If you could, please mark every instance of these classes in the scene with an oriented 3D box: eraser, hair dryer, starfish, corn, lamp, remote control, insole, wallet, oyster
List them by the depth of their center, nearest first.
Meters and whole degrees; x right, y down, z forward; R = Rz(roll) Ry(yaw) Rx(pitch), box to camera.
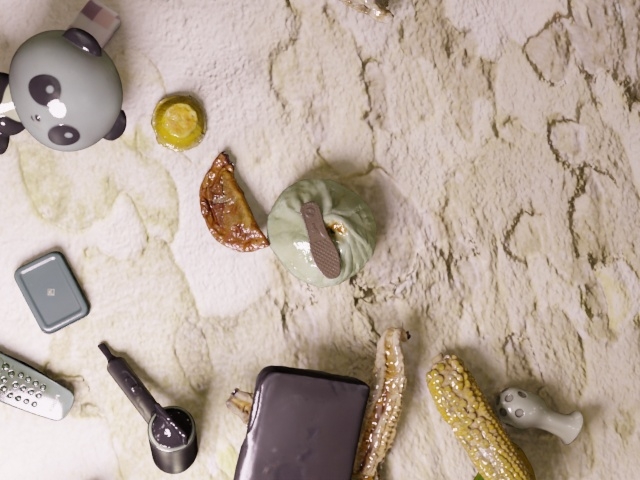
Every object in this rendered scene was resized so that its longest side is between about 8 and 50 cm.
[{"bbox_3d":[-0.290,0.251,1.322,0.078,0.195,0.248,-37,71,-24],"label":"hair dryer"},{"bbox_3d":[-0.443,-0.236,1.324,0.244,0.198,0.197,-10,87,4],"label":"lamp"},{"bbox_3d":[-0.046,0.397,1.324,0.197,0.051,0.377,11,87,-14],"label":"wallet"},{"bbox_3d":[-0.508,0.227,1.336,0.222,0.042,0.072,27,81,-6],"label":"remote control"},{"bbox_3d":[0.000,0.000,1.357,0.045,0.002,0.135,-18,91,-7],"label":"insole"},{"bbox_3d":[-0.003,0.362,1.396,0.324,0.082,0.431,1,93,-9],"label":"starfish"},{"bbox_3d":[-0.398,-0.359,1.416,0.065,0.026,0.105,33,80,-4],"label":"eraser"},{"bbox_3d":[0.271,0.325,1.421,0.087,0.086,0.288,-26,69,-12],"label":"corn"},{"bbox_3d":[0.084,-0.486,1.495,0.163,0.081,0.191,-40,97,-16],"label":"oyster"}]

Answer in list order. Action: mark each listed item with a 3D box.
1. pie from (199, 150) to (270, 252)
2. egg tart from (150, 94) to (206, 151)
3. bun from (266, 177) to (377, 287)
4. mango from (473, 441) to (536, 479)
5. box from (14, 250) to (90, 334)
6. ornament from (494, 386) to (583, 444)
[{"bbox_3d":[-0.163,-0.056,1.428,0.088,0.033,0.191,-25,78,0],"label":"pie"},{"bbox_3d":[-0.245,-0.206,1.426,0.105,0.039,0.105,1,85,-13],"label":"egg tart"},{"bbox_3d":[0.004,-0.018,1.418,0.196,0.118,0.195,1,84,-7],"label":"bun"},{"bbox_3d":[0.324,0.456,1.451,0.122,0.085,0.191,28,80,1],"label":"mango"},{"bbox_3d":[-0.447,0.086,1.365,0.091,0.031,0.126,-26,89,-12],"label":"box"},{"bbox_3d":[0.390,0.313,1.486,0.156,0.074,0.081,20,39,-9],"label":"ornament"}]
